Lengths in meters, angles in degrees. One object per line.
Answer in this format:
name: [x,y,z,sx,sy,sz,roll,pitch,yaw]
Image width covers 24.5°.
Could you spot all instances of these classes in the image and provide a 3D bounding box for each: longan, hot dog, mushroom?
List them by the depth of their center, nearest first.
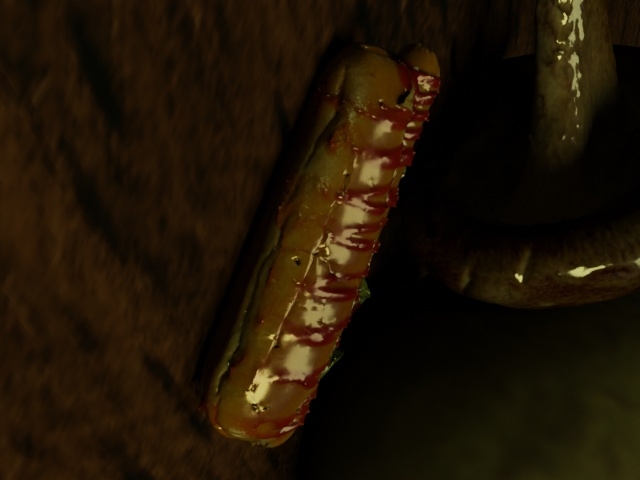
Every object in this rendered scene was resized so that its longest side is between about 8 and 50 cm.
hot dog: [0.002,0.000,0.485,0.062,0.038,0.144,24,88,-77]
mushroom: [0.123,-0.100,0.671,0.227,0.148,0.217,-57,149,-56]
longan: [0.101,0.116,0.734,0.246,0.215,0.246,-20,90,-87]
